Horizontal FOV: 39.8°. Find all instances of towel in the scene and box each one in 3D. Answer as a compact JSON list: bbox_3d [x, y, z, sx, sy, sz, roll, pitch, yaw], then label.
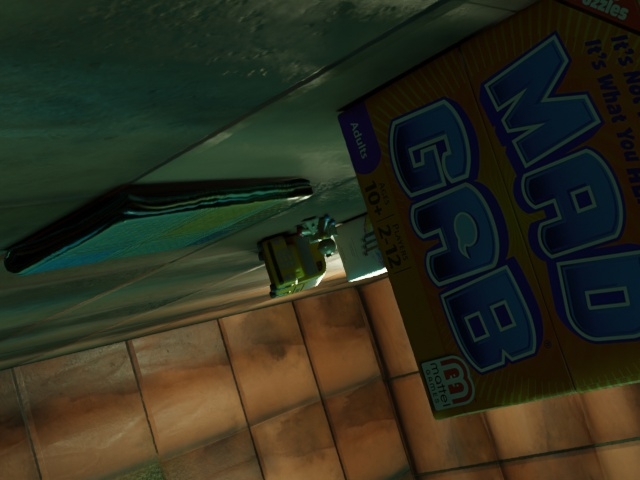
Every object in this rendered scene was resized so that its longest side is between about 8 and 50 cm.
[{"bbox_3d":[-0.216,-0.024,1.235,0.271,0.040,0.370,-21,175,36],"label":"towel"}]

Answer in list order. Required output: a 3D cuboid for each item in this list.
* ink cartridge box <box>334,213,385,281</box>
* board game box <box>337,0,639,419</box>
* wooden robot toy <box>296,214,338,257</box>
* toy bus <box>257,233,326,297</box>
[{"bbox_3d":[0.142,0.000,1.940,0.176,0.127,0.128,-21,173,32],"label":"ink cartridge box"},{"bbox_3d":[0.305,-0.046,0.974,0.356,0.356,0.356,-23,171,42],"label":"board game box"},{"bbox_3d":[0.000,0.000,1.794,0.076,0.079,0.173,-18,173,7],"label":"wooden robot toy"},{"bbox_3d":[-0.063,0.055,1.959,0.130,0.108,0.333,-17,173,-6],"label":"toy bus"}]
